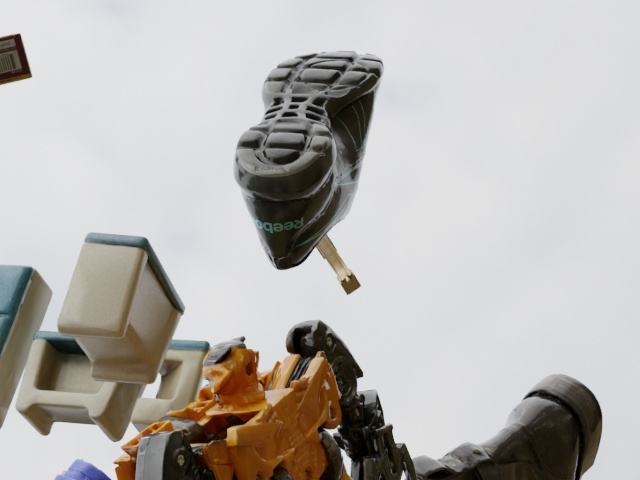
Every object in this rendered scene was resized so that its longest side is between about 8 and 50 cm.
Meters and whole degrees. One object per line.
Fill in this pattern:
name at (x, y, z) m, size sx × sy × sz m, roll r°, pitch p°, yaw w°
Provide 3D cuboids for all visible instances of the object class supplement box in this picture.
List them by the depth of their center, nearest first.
supplement box at (-0.297, -0.165, 1.034) m, size 0.055 × 0.083 × 0.043 m, roll -16°, pitch -77°, yaw -14°

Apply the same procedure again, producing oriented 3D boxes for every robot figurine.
robot figurine at (-0.014, 0.189, 0.579) m, size 0.211 × 0.085 × 0.291 m, roll -32°, pitch -74°, yaw -56°

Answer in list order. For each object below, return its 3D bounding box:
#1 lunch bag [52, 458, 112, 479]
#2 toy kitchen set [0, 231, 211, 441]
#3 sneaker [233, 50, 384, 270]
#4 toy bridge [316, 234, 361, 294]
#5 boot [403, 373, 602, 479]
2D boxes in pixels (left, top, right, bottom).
lunch bag at (-0.293, 0.505, 1.379) m, size 0.328 × 0.239 × 0.385 m, roll -52°, pitch -54°, yaw -31°
toy kitchen set at (-0.184, 0.043, 0.755) m, size 0.166 × 0.207 × 0.122 m, roll 70°, pitch -153°, yaw -52°
sneaker at (-0.009, -0.080, 0.959) m, size 0.267 × 0.101 × 0.106 m, roll -61°, pitch -30°, yaw -52°
toy bridge at (0.000, 0.000, 1.578) m, size 0.026 × 0.188 × 0.063 m, roll -34°, pitch -44°, yaw -2°
boot at (0.122, 0.239, 0.873) m, size 0.229 × 0.091 × 0.263 m, roll -25°, pitch -57°, yaw -42°
